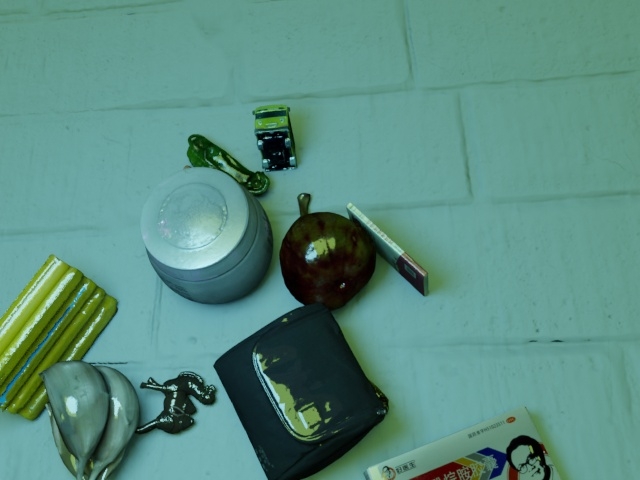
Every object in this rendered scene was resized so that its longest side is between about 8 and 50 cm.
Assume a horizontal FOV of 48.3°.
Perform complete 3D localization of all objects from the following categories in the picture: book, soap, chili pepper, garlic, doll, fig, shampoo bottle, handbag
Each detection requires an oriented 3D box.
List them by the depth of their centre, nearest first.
[{"bbox_3d":[-0.048,0.297,1.413,0.275,0.177,0.302,-40,67,27],"label":"handbag"},{"bbox_3d":[-0.485,0.361,1.440,0.237,0.210,0.292,-54,54,15],"label":"garlic"},{"bbox_3d":[-0.308,0.348,1.527,0.165,0.057,0.139,1,65,0],"label":"doll"},{"bbox_3d":[-0.599,0.212,1.530,0.096,0.204,0.325,25,71,26],"label":"soap"},{"bbox_3d":[-0.243,-0.007,1.552,0.272,0.266,0.273,-2,69,4],"label":"shampoo bottle"},{"bbox_3d":[0.149,0.021,1.561,0.022,0.162,0.232,-43,70,-7],"label":"book"},{"bbox_3d":[0.000,0.000,1.598,0.216,0.217,0.321,-17,38,-2],"label":"fig"},{"bbox_3d":[-0.234,-0.180,1.731,0.256,0.074,0.100,33,71,12],"label":"chili pepper"}]

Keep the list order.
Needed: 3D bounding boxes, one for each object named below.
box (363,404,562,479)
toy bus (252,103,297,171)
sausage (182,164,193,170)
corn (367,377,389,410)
[{"bbox_3d":[0.286,0.485,1.383,0.353,0.069,0.214,-17,67,-14],"label":"box"},{"bbox_3d":[-0.106,-0.242,1.686,0.088,0.175,0.101,-4,64,3],"label":"toy bus"},{"bbox_3d":[-0.281,-0.130,1.732,0.147,0.030,0.035,42,80,19],"label":"sausage"},{"bbox_3d":[0.060,0.302,1.504,0.203,0.072,0.072,40,76,18],"label":"corn"}]
